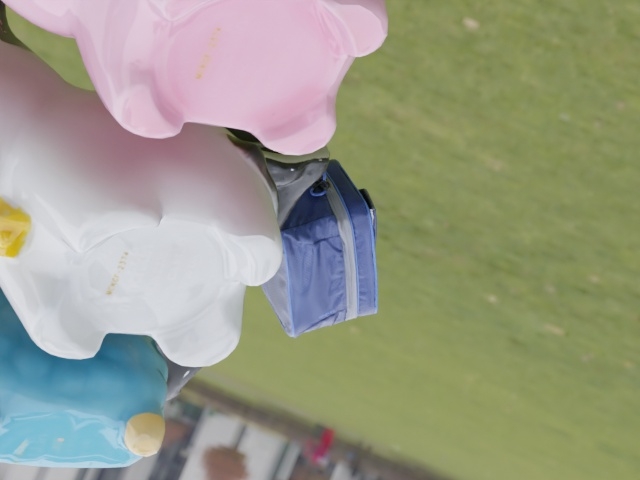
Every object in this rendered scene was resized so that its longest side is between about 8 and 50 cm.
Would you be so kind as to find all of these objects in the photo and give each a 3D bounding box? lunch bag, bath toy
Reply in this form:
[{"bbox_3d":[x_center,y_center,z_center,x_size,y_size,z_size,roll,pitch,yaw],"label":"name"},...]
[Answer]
[{"bbox_3d":[0.000,0.000,0.963,0.067,0.065,0.098,-121,20,-46],"label":"lunch bag"},{"bbox_3d":[-0.057,-0.081,0.521,0.151,0.348,0.129,13,-141,-27],"label":"bath toy"}]

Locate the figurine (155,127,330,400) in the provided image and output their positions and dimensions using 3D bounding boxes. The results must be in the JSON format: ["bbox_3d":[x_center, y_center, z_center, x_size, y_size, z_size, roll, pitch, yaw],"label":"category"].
[{"bbox_3d":[-0.079,-0.031,0.925,0.092,0.209,0.215,15,-143,-16],"label":"figurine"}]
